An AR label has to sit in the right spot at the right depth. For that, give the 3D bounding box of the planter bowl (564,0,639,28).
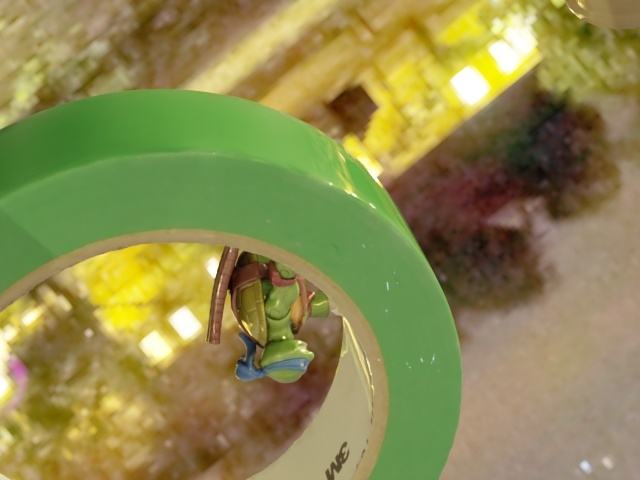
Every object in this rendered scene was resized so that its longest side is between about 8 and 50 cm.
[{"bbox_3d":[0.314,-0.306,1.567,0.162,0.162,0.109,-40,137,-15],"label":"planter bowl"}]

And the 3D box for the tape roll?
[{"bbox_3d":[-0.088,0.080,0.828,0.321,0.321,0.077,-39,-149,9],"label":"tape roll"}]

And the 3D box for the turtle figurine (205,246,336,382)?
[{"bbox_3d":[0.000,0.000,1.636,0.275,0.266,0.198,-28,161,31],"label":"turtle figurine"}]
